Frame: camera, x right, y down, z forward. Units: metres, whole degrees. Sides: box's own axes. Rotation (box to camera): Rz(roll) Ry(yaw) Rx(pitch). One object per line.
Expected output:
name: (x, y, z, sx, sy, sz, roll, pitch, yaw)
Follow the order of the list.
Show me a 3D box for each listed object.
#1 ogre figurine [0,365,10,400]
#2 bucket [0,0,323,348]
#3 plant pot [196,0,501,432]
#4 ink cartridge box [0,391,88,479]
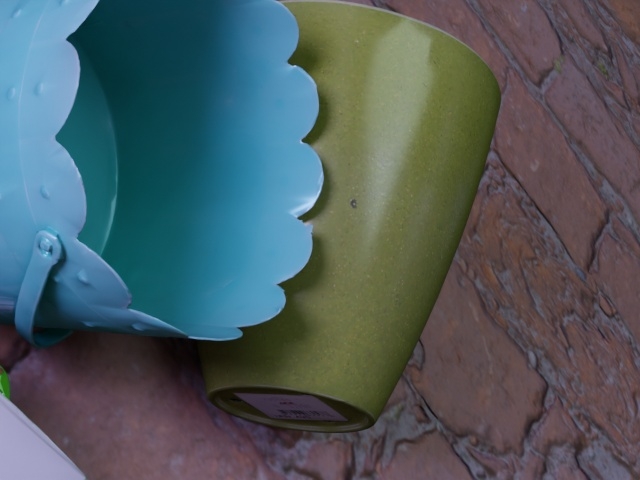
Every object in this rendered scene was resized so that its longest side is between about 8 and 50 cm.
ogre figurine: (-0.246, 0.087, 0.751, 0.197, 0.118, 0.097, 55, 39, -4)
bucket: (-0.141, -0.060, 0.836, 0.281, 0.183, 0.281, 7, 81, -59)
plant pot: (0.000, 0.000, 1.029, 0.275, 0.275, 0.293, 26, 62, -39)
ink cartridge box: (-0.240, 0.177, 0.607, 0.092, 0.219, 0.160, 48, 37, -21)
